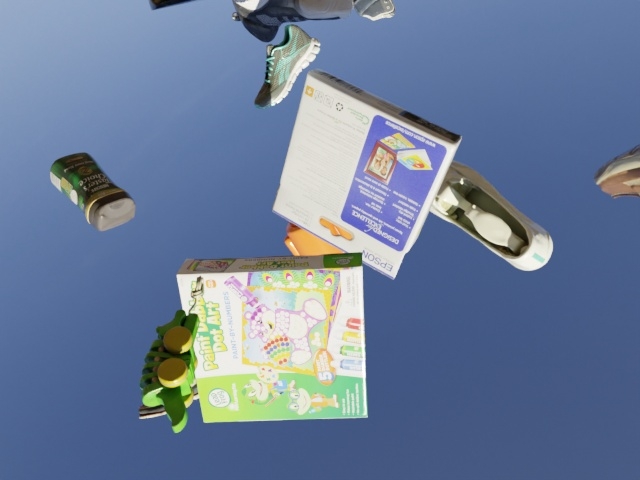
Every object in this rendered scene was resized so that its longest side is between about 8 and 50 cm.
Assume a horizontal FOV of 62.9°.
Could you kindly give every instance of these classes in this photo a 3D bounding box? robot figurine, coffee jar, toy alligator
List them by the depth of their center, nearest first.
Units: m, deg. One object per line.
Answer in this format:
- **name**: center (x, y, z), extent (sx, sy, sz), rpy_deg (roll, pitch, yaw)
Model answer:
- **toy alligator**: center (-0.159, 0.113, 0.560), extent (0.051, 0.056, 0.189), rpy_deg (-1, -135, -4)
- **coffee jar**: center (-0.474, -0.102, 1.096), extent (0.184, 0.079, 0.096), rpy_deg (41, -137, 19)
- **robot figurine**: center (-0.001, 0.000, 1.278), extent (0.158, 0.219, 0.128), rpy_deg (-29, -161, 0)

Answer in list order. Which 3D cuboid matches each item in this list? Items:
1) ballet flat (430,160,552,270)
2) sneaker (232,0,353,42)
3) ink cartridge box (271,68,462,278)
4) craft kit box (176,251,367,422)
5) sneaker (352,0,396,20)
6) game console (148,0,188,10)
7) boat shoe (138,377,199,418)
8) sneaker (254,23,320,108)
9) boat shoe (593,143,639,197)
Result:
- **ballet flat**: center (0.332, -0.079, 1.169), extent (0.139, 0.139, 0.400), rpy_deg (-38, -122, -16)
- **sneaker**: center (-0.069, -0.514, 1.162), extent (0.268, 0.153, 0.101), rpy_deg (5, -102, -9)
- **ink cartridge box**: center (0.072, -0.123, 1.008), extent (0.303, 0.307, 0.072), rpy_deg (30, -141, 15)
- **craft kit box**: center (-0.059, 0.141, 0.743), extent (0.247, 0.250, 0.061), rpy_deg (-2, -158, 6)
- **sneaker**: center (0.164, -0.631, 1.245), extent (0.226, 0.163, 0.086), rpy_deg (-33, -174, 17)
- **game console**: center (-0.044, -0.370, 0.706), extent (0.213, 0.044, 0.361), rpy_deg (6, -148, 35)
- **boat shoe**: center (-0.228, 0.239, 0.826), extent (0.049, 0.043, 0.137), rpy_deg (-9, -176, 40)
- **sneaker**: center (-0.076, -0.313, 0.937), extent (0.166, 0.076, 0.065), rpy_deg (-55, -145, -4)
- **boat shoe**: center (0.456, -0.084, 0.653), extent (0.123, 0.324, 0.116), rpy_deg (-29, -95, 3)
